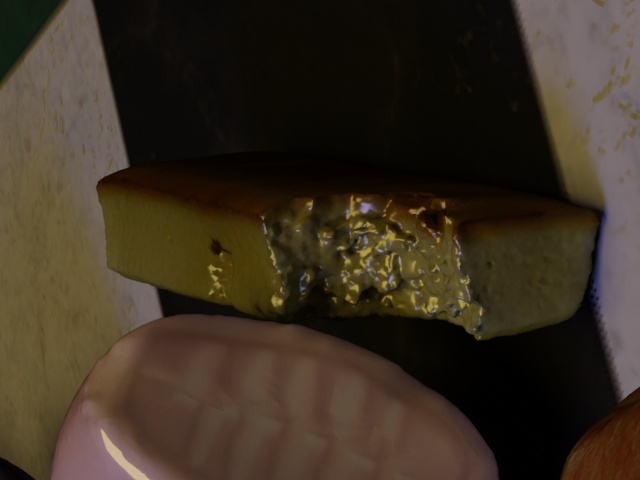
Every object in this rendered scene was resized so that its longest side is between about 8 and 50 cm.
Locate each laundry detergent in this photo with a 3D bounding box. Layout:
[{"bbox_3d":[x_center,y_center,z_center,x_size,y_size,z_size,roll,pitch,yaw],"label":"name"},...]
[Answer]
[{"bbox_3d":[-0.031,0.155,0.740,0.335,0.159,0.088,104,-171,-54],"label":"laundry detergent"}]

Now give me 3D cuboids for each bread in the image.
[{"bbox_3d":[0.000,0.000,0.693,0.226,0.088,0.049,13,107,63],"label":"bread"}]

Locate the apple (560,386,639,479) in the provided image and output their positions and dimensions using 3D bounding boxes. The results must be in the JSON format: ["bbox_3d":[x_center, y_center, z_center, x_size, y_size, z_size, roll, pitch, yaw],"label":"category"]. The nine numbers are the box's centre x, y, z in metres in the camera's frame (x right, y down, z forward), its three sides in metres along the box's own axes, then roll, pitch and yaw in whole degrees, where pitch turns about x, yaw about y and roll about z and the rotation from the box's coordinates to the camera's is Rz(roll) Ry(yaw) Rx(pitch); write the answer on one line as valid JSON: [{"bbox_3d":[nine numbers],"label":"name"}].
[{"bbox_3d":[0.118,0.061,0.440,0.102,0.126,0.126,52,148,5],"label":"apple"}]

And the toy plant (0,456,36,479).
[{"bbox_3d":[-0.225,0.204,1.079,0.400,0.279,0.185,105,-172,-71],"label":"toy plant"}]
